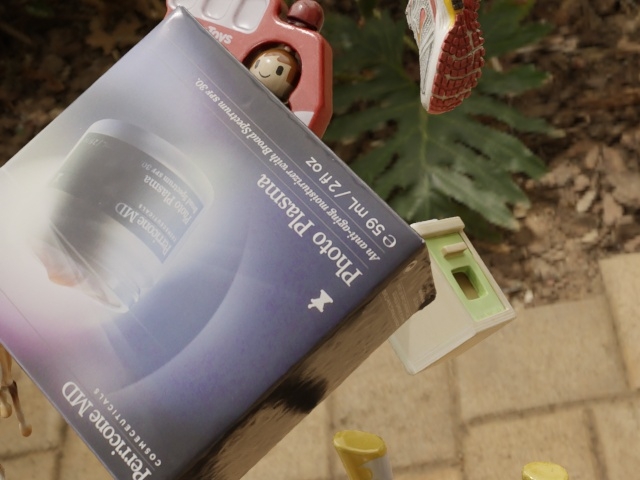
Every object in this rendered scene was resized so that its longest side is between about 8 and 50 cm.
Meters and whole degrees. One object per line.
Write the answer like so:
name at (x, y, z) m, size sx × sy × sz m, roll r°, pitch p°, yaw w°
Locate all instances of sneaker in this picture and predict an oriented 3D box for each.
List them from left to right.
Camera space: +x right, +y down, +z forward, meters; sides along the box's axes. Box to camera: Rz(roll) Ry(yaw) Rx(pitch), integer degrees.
sneaker at (0.162, -0.280, 1.444) m, size 0.088 × 0.225 × 0.093 m, roll -2°, pitch 11°, yaw -40°

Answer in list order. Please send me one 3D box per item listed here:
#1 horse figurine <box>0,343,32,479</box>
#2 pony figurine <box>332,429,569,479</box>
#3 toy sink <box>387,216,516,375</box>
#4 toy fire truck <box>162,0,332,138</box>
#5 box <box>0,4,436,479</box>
horse figurine at (-0.335, 0.156, 1.084) m, size 0.066 × 0.174 × 0.263 m, roll -5°, pitch 32°, yaw 5°
pony figurine at (0.143, 0.389, 1.072) m, size 0.351 × 0.363 × 0.303 m, roll 8°, pitch 21°, yaw 5°
toy sink at (0.148, 0.049, 1.547) m, size 0.131 × 0.153 × 0.234 m, roll -39°, pitch 75°, yaw 29°
toy fire truck at (-0.114, -0.224, 1.462) m, size 0.302 × 0.169 × 0.253 m, roll 22°, pitch 86°, yaw 28°
box at (-0.110, 0.024, 0.914) m, size 0.294 × 0.183 × 0.296 m, roll -44°, pitch 73°, yaw -4°
